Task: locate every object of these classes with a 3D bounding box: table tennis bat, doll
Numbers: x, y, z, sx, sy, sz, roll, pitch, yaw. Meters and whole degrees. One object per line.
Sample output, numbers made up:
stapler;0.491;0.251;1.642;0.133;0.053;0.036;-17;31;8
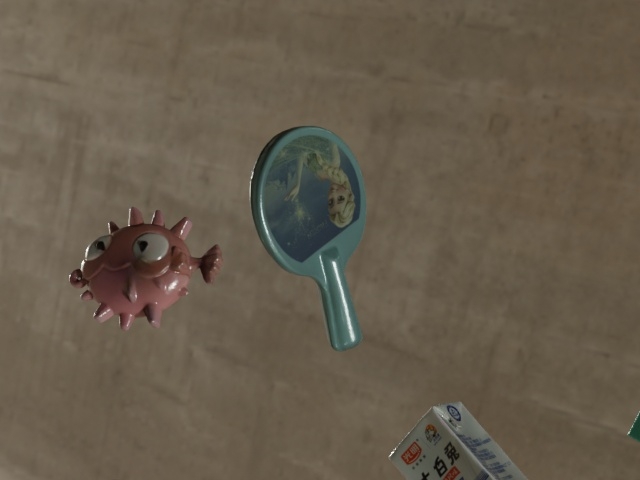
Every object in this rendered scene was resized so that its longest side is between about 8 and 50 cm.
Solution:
table tennis bat;0.000;0.000;1.254;0.038;0.237;0.149;0;-162;46
doll;-0.288;0.047;2.021;0.262;0.211;0.093;-1;158;14

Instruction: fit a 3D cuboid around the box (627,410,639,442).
box;0.469;0.163;1.408;0.042;0.226;0.161;20;-173;-42

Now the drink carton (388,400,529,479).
drink carton;0.262;0.414;1.968;0.315;0.130;0.107;48;-157;27
